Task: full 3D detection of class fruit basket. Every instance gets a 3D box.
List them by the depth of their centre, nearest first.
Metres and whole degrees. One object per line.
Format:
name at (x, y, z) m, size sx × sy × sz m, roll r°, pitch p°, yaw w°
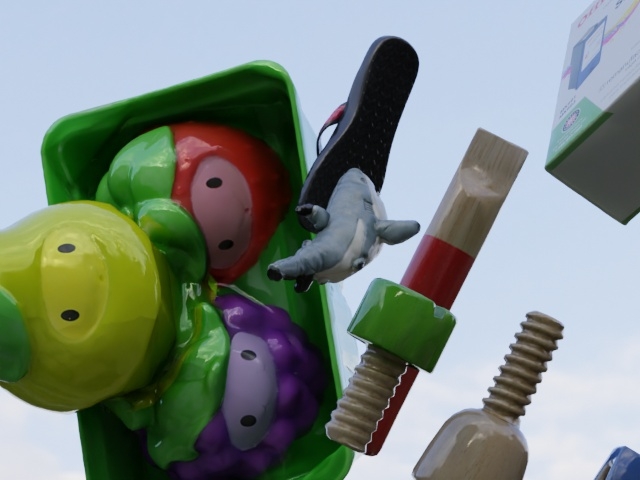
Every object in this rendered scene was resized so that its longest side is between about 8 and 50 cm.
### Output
fruit basket at (-0.134, 0.047, 1.548) m, size 0.283 × 0.392 × 0.392 m, roll -14°, pitch -31°, yaw 21°

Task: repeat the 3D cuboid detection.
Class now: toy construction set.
toy construction set at (0.172, 0.024, 0.669) m, size 0.309 × 0.237 × 0.257 m, roll 23°, pitch -6°, yaw 28°

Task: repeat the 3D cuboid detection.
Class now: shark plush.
shark plush at (0.000, 0.000, 1.399) m, size 0.161 × 0.067 × 0.073 m, roll -33°, pitch 4°, yaw -42°

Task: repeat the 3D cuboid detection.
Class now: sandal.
sandal at (0.028, -0.084, 1.529) m, size 0.067 × 0.179 × 0.040 m, roll 33°, pitch -15°, yaw -36°

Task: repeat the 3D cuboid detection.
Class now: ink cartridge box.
ink cartridge box at (0.271, -0.142, 1.517) m, size 0.093 × 0.212 × 0.154 m, roll 33°, pitch -49°, yaw -12°
